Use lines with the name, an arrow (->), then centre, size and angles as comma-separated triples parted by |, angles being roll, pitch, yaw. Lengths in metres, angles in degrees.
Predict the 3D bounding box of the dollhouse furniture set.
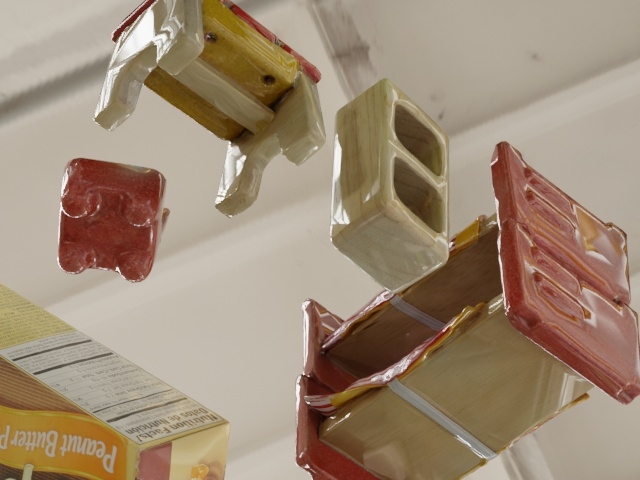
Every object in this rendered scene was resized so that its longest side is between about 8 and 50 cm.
dollhouse furniture set -> 0.000, 0.000, 1.030 | 0.374, 0.152, 0.201 | 37, -56, -26

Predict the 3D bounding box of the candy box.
candy box -> -0.207, 0.157, 1.241 | 0.316, 0.087, 0.183 | 25, -63, 38
